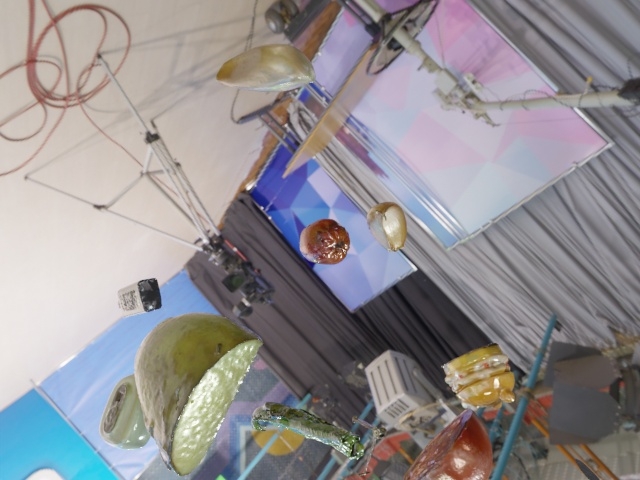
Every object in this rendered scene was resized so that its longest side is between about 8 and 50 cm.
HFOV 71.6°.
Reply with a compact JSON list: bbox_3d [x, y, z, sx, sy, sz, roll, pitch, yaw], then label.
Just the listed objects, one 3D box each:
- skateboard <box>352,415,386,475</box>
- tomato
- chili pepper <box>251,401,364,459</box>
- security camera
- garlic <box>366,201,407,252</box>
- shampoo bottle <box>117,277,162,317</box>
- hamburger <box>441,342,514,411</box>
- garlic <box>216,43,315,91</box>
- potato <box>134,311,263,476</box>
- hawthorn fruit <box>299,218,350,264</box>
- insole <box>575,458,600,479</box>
[{"bbox_3d":[0.072,0.350,0.754,0.032,0.064,0.083,21,84,-52],"label":"skateboard"},{"bbox_3d":[0.361,0.633,1.226,0.338,0.144,0.338,-43,163,-16],"label":"tomato"},{"bbox_3d":[-0.048,0.432,1.034,0.359,0.085,0.076,-9,-136,47],"label":"chili pepper"},{"bbox_3d":[-0.406,0.314,1.023,0.157,0.080,0.301,-6,-121,40],"label":"security camera"},{"bbox_3d":[0.206,-0.063,1.427,0.128,0.115,0.206,-63,144,-24],"label":"garlic"},{"bbox_3d":[-0.590,0.188,1.412,0.071,0.098,0.309,-15,178,-41],"label":"shampoo bottle"},{"bbox_3d":[0.662,0.576,1.823,0.276,0.236,0.276,-17,152,-9],"label":"hamburger"},{"bbox_3d":[-0.134,-0.433,1.119,0.318,0.112,0.143,9,-133,39],"label":"garlic"},{"bbox_3d":[-0.276,0.241,0.830,0.112,0.255,0.269,38,78,-50],"label":"potato"},{"bbox_3d":[0.012,0.001,1.514,0.173,0.173,0.179,-44,-162,0],"label":"hawthorn fruit"},{"bbox_3d":[0.577,0.507,0.915,0.002,0.053,0.152,-59,-166,12],"label":"insole"}]
